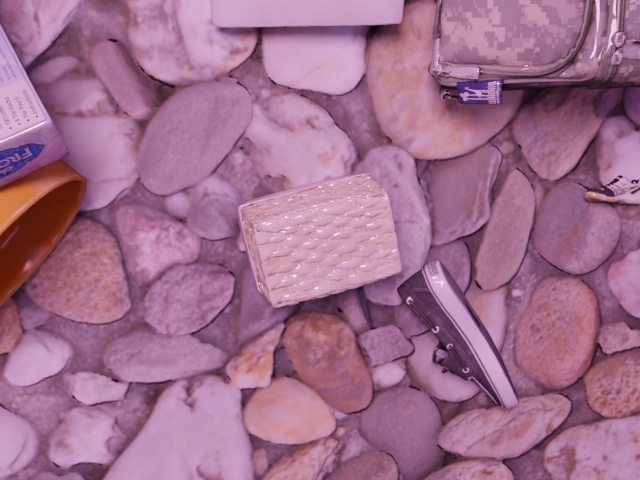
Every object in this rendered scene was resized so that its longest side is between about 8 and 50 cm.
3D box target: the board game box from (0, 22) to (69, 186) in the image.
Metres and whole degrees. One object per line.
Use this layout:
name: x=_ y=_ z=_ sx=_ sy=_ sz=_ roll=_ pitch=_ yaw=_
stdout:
board game box: x=-0.424 y=-0.138 z=0.594 sx=0.317 sy=0.066 sz=0.319 roll=-27 pitch=73 yaw=-14

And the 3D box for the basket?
basket: x=0.000 y=0.000 z=0.818 sx=0.167 sy=0.103 sz=0.113 roll=-15 pitch=107 yaw=-7

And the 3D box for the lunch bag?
lunch bag: x=0.245 y=-0.298 z=0.746 sx=0.255 sy=0.212 sz=0.305 roll=1 pitch=105 yaw=4

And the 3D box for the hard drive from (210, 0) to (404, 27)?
hard drive: x=-0.011 y=-0.349 z=0.668 sx=0.202 sy=0.040 sz=0.308 roll=-2 pitch=134 yaw=-3

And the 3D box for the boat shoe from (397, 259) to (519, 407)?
boat shoe: x=0.171 y=0.131 z=0.910 sx=0.076 sy=0.080 sz=0.229 roll=-29 pitch=113 yaw=15

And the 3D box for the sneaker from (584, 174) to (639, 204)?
sneaker: x=0.375 y=-0.066 z=0.926 sx=0.083 sy=0.032 sz=0.037 roll=1 pitch=91 yaw=-18

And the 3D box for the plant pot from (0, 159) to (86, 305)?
plant pot: x=-0.366 y=-0.040 z=0.689 sx=0.188 sy=0.205 sz=0.205 roll=39 pitch=94 yaw=-4
